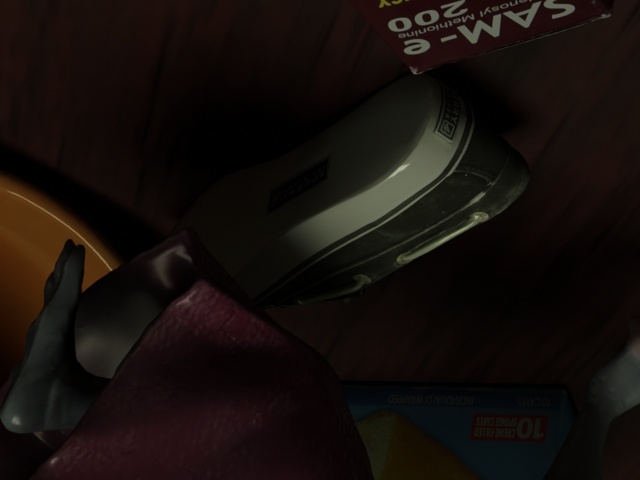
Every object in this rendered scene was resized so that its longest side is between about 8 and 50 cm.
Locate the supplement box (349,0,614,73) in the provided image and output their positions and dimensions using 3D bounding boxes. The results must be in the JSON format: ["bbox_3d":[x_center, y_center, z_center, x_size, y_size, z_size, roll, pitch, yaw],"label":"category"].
[{"bbox_3d":[0.001,-0.171,0.441,0.073,0.130,0.239,-12,141,34],"label":"supplement box"}]

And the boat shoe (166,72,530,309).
[{"bbox_3d":[0.000,0.000,0.761,0.070,0.078,0.219,34,141,-28],"label":"boat shoe"}]

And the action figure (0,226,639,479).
[{"bbox_3d":[0.018,0.159,0.712,0.370,0.276,0.248,30,128,-19],"label":"action figure"}]

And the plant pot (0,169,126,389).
[{"bbox_3d":[-0.241,0.111,0.861,0.291,0.291,0.203,29,161,-24],"label":"plant pot"}]

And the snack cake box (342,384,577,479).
[{"bbox_3d":[0.014,0.169,0.952,0.264,0.152,0.089,-1,146,21],"label":"snack cake box"}]
